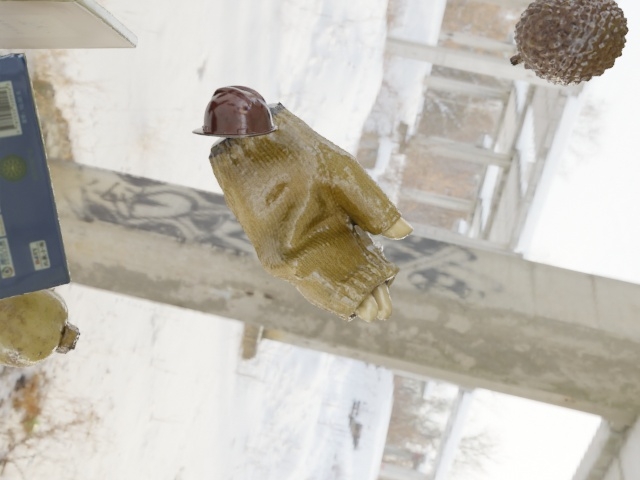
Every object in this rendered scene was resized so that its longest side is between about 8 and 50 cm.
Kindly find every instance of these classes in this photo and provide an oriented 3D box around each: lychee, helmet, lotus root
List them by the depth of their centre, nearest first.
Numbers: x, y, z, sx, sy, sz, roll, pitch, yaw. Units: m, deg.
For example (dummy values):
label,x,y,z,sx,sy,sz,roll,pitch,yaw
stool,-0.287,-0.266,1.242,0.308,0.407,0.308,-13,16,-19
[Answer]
label,x,y,z,sx,sy,sz,roll,pitch,yaw
helmet,-0.110,-0.165,0.956,0.089,0.111,0.057,-41,132,-55
lotus root,-0.550,0.128,1.311,0.146,0.284,0.160,3,-111,56
lychee,0.479,-0.396,1.496,0.238,0.200,0.200,-16,-130,46

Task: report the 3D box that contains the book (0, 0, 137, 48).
label,x,y,z,sx,sy,sz,roll,pitch,yaw
book,-0.425,-0.288,1.005,0.217,0.310,0.021,10,81,-85

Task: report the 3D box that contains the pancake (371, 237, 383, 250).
label,x,y,z,sx,sy,sz,roll,pitch,yaw
pancake,0.000,0.000,1.390,0.235,0.211,0.029,25,-68,53

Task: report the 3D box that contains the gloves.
label,x,y,z,sx,sy,sz,roll,pitch,yaw
gloves,-0.009,-0.034,1.091,0.203,0.356,0.155,-36,174,-5

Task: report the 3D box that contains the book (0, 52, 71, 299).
label,x,y,z,sx,sy,sz,roll,pitch,yaw
book,-0.531,-0.042,0.876,0.039,0.427,0.300,19,-61,63
